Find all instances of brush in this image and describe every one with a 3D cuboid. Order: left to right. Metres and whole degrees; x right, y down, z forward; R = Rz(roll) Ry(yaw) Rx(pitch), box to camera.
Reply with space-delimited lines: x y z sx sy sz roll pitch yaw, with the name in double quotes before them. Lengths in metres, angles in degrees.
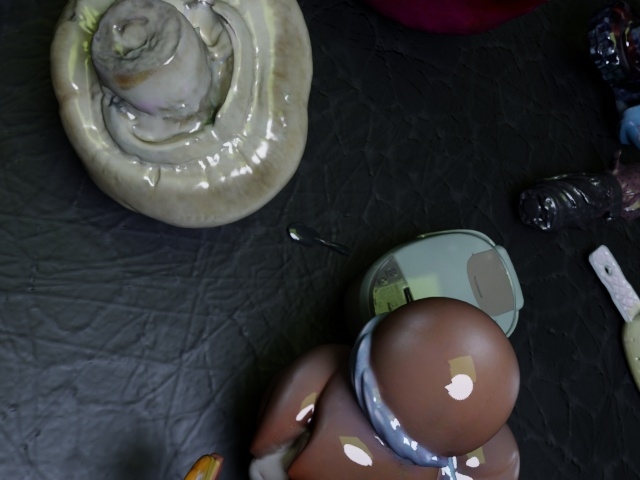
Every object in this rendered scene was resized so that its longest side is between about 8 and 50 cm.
"brush" 0.000 0.000 0.724 0.083 0.008 0.024 20 65 -21

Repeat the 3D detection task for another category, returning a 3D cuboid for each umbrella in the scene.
"umbrella" 0.410 -0.067 0.905 0.325 0.090 0.094 -11 58 -29

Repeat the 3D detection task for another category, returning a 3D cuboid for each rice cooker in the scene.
"rice cooker" 0.123 0.067 0.701 0.206 0.127 0.145 -12 81 -33

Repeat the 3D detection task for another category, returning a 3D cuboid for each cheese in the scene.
"cheese" 0.455 0.120 0.892 0.127 0.050 0.256 -29 89 -30

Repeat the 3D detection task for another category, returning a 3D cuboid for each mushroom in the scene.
"mushroom" -0.121 -0.146 0.564 0.260 0.234 0.254 40 87 -4

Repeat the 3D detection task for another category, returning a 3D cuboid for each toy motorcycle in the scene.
"toy motorcycle" 0.560 -0.259 1.013 0.415 0.172 0.232 -13 87 -38

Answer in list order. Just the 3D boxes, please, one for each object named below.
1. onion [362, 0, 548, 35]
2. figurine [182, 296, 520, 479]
"onion" 0.195 -0.464 0.798 0.399 0.398 0.420 60 30 1
"figurine" 0.000 0.237 0.522 0.248 0.277 0.388 16 53 26
